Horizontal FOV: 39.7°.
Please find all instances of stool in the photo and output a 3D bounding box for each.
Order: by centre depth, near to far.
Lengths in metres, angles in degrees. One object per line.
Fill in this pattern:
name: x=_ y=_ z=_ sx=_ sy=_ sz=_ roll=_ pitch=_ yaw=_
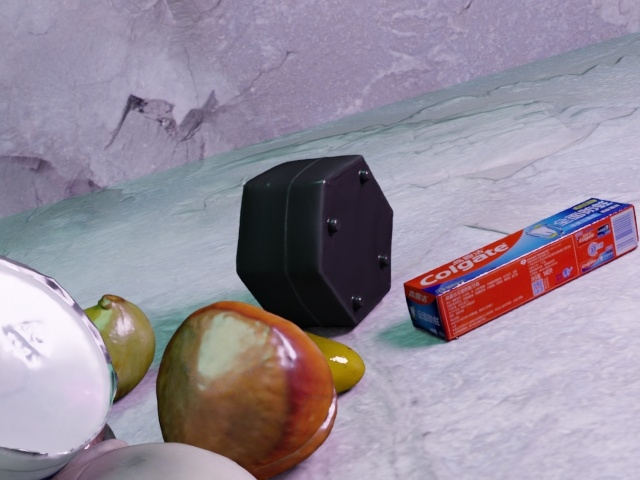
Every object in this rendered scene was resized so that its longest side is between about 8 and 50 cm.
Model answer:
stool: x=0.000 y=0.000 z=1.173 sx=0.141 sy=0.232 sz=0.232 roll=-4 pitch=20 yaw=30

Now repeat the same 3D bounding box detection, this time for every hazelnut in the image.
hazelnut: x=-0.076 y=0.154 z=0.858 sx=0.182 sy=0.182 sz=0.182 roll=-13 pitch=17 yaw=4

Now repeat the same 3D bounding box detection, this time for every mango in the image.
mango: x=-0.030 y=0.141 z=0.997 sx=0.161 sy=0.076 sz=0.103 roll=-1 pitch=14 yaw=15

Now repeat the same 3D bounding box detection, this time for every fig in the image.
fig: x=-0.278 y=0.145 z=1.119 sx=0.153 sy=0.121 sz=0.136 roll=-43 pitch=30 yaw=-10

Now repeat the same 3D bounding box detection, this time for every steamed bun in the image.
steamed bun: x=-0.148 y=0.235 z=0.704 sx=0.228 sy=0.131 sz=0.177 roll=-8 pitch=20 yaw=15

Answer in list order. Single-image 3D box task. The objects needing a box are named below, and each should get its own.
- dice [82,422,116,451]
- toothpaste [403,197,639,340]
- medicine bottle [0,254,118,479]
dice: x=-0.247 y=0.230 z=0.861 sx=0.094 sy=0.091 sz=0.093 roll=-14 pitch=17 yaw=5
toothpaste: x=0.258 y=0.030 z=1.118 sx=0.320 sy=0.066 sz=0.076 roll=-22 pitch=19 yaw=-24
medicine bottle: x=-0.341 y=0.178 z=0.728 sx=0.332 sy=0.190 sz=0.190 roll=-41 pitch=7 yaw=24
